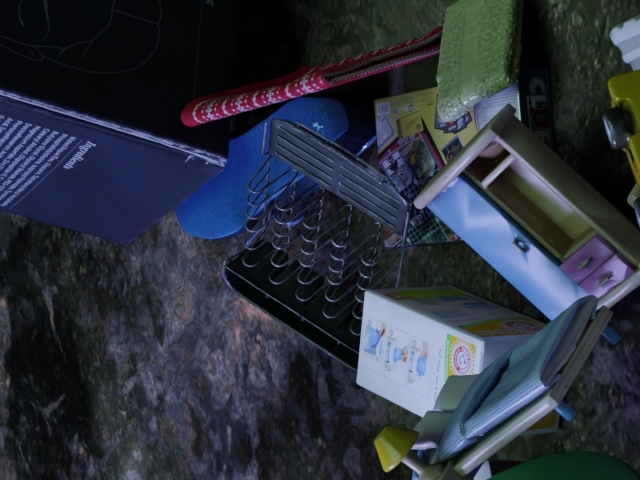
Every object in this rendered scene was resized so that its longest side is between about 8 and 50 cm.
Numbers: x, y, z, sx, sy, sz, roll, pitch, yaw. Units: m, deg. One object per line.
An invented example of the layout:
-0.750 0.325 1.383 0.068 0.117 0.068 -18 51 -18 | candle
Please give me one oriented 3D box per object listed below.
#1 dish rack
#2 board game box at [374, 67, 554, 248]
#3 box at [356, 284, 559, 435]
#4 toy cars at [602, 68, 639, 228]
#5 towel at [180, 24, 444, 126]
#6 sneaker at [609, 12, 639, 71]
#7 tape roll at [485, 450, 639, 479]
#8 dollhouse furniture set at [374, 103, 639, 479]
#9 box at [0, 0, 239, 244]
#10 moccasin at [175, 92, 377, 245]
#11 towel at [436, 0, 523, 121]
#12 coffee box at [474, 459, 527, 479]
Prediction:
0.000 0.000 1.885 0.208 0.074 0.271 31 146 17 | dish rack
0.146 -0.080 1.807 0.243 0.042 0.165 -5 88 56 | board game box
0.140 0.119 1.764 0.203 0.114 0.103 22 110 56 | box
0.374 -0.008 1.359 0.394 0.176 0.087 29 157 29 | toy cars
-0.007 -0.175 1.887 0.275 0.199 0.031 -9 100 54 | towel
0.370 -0.173 1.441 0.281 0.105 0.115 -18 101 57 | sneaker
0.178 0.330 1.536 0.077 0.321 0.321 49 131 43 | tape roll
0.162 0.036 1.506 0.198 0.303 0.286 41 138 -2 | dollhouse furniture set
-0.358 -0.307 2.063 0.297 0.472 0.480 -35 45 54 | box
-0.046 -0.076 2.037 0.342 0.117 0.137 -18 84 52 | moccasin
0.159 -0.195 1.740 0.110 0.027 0.148 -30 43 44 | towel
0.081 0.333 1.758 0.297 0.119 0.168 -18 74 26 | coffee box
